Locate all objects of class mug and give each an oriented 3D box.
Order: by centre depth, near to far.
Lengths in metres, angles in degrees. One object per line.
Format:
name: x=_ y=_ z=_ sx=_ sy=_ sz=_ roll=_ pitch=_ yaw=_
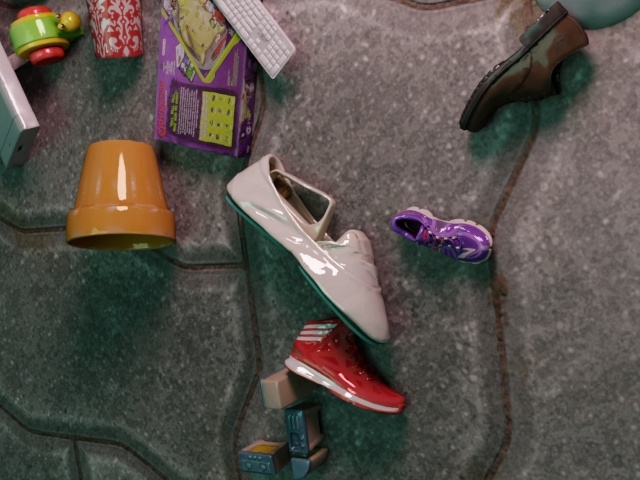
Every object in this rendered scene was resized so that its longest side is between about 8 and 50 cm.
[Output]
mug: x=-0.389 y=-0.438 z=1.610 sx=0.113 sy=0.150 sz=0.169 roll=-4 pitch=105 yaw=-3

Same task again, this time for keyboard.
keyboard: x=-0.133 y=-0.394 z=1.433 sx=0.072 sy=0.014 sz=0.256 roll=-44 pitch=75 yaw=31

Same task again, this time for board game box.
board game box: x=-0.206 y=-0.338 z=1.528 sx=0.208 sy=0.056 sz=0.346 roll=14 pitch=107 yaw=26

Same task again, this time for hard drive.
hard drive: x=-0.712 y=-0.354 z=1.803 sx=0.233 sy=0.047 sz=0.353 roll=-31 pitch=83 yaw=58

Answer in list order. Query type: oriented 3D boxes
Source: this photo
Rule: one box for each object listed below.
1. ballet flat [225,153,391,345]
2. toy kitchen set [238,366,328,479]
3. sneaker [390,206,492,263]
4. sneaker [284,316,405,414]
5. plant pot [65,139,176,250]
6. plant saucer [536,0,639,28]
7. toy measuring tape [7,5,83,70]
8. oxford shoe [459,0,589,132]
ballet flat: x=0.000 y=0.000 z=1.422 sx=0.400 sy=0.139 sz=0.139 roll=45 pitch=120 yaw=19
toy kitchen set: x=-0.095 y=0.335 z=1.545 sx=0.166 sy=0.122 sz=0.207 roll=-3 pitch=98 yaw=34
sneaker: x=0.186 y=-0.003 z=1.321 sx=0.170 sy=0.071 sz=0.068 roll=17 pitch=109 yaw=29
sneaker: x=0.058 y=0.204 z=1.441 sx=0.221 sy=0.087 sz=0.128 roll=23 pitch=93 yaw=7
plant pot: x=-0.383 y=-0.087 z=1.619 sx=0.205 sy=0.205 sz=0.187 roll=-9 pitch=79 yaw=34
plant saucer: x=0.367 y=-0.388 z=1.143 sx=0.195 sy=0.037 sz=0.194 roll=7 pitch=103 yaw=32
toy measuring tape: x=-0.621 y=-0.403 z=1.747 sx=0.330 sy=0.121 sz=0.121 roll=-15 pitch=91 yaw=35
oxford shoe: x=0.288 y=-0.224 z=1.204 sx=0.096 sy=0.083 sz=0.227 roll=45 pitch=127 yaw=2
